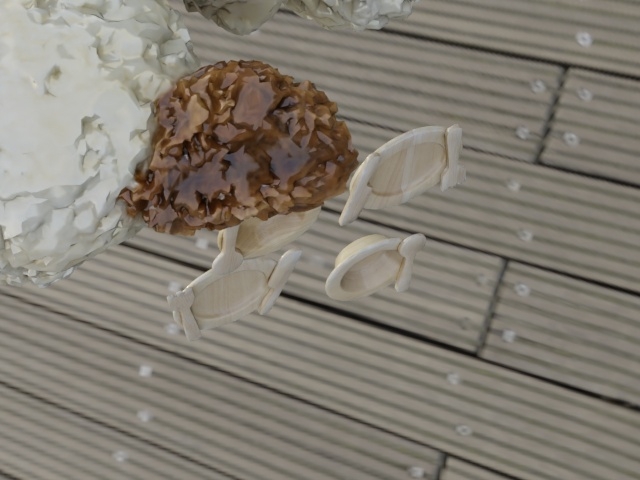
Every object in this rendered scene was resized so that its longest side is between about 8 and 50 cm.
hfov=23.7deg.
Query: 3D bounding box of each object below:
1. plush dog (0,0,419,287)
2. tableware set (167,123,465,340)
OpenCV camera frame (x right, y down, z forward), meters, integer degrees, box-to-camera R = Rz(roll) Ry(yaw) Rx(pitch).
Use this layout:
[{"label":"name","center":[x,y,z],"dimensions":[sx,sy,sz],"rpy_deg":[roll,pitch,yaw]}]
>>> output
[{"label":"plush dog","center":[-0.100,-0.090,0.586],"dimensions":[0.262,0.210,0.225],"rpy_deg":[-8,62,22]},{"label":"tableware set","center":[0.000,0.000,0.798],"dimensions":[0.020,0.169,0.141],"rpy_deg":[62,155,26]}]
